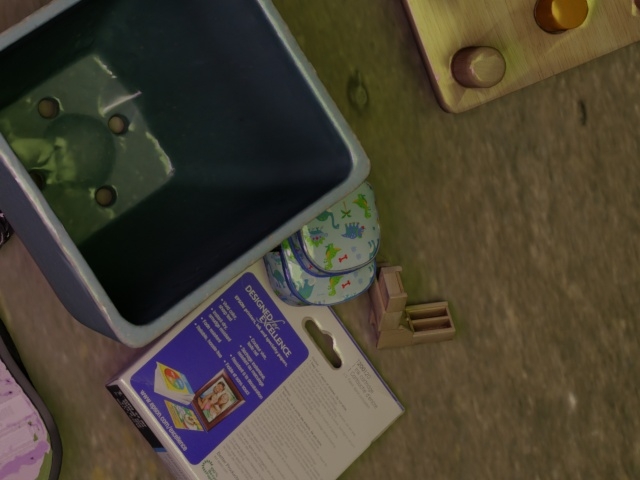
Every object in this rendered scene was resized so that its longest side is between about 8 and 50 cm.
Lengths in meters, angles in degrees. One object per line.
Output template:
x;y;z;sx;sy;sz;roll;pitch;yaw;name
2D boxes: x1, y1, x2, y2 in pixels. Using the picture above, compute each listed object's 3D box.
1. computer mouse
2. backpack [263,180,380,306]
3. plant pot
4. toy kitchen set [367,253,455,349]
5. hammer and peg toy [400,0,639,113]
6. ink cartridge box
-0.305;0.112;1.560;0.188;0.072;0.272;-23;88;-8;computer mouse
0.000;0.000;1.594;0.105;0.084;0.114;-12;94;-28;backpack
-0.160;-0.080;1.466;0.248;0.252;0.247;-37;102;-21;plant pot
0.082;0.044;1.641;0.075;0.083;0.068;-6;55;-13;toy kitchen set
0.167;-0.322;1.592;0.266;0.127;0.361;-22;100;-10;hammer and peg toy
-0.054;0.140;1.614;0.208;0.045;0.206;-42;104;-27;ink cartridge box
